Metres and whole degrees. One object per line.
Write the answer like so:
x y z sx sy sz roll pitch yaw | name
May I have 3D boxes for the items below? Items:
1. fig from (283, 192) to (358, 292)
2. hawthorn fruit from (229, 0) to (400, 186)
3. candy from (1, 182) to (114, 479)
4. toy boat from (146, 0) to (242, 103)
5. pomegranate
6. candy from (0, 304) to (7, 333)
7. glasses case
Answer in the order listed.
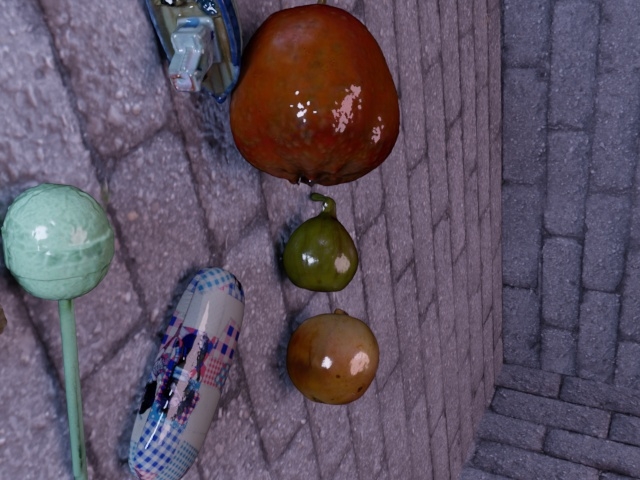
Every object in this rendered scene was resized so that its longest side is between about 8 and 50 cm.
0.012 0.010 1.259 0.148 0.142 0.186 66 47 -88 | fig
-0.006 -0.248 1.037 0.287 0.287 0.330 10 83 -63 | hawthorn fruit
-0.295 0.143 0.782 0.119 0.119 0.439 -35 134 -55 | candy
-0.170 -0.285 0.856 0.115 0.114 0.261 -67 154 -48 | toy boat
0.028 0.232 1.304 0.191 0.191 0.191 -25 118 -58 | pomegranate
-0.364 0.075 0.638 0.110 0.085 0.095 -37 121 -40 | candy
-0.193 0.198 0.987 0.125 0.076 0.327 44 59 -56 | glasses case
